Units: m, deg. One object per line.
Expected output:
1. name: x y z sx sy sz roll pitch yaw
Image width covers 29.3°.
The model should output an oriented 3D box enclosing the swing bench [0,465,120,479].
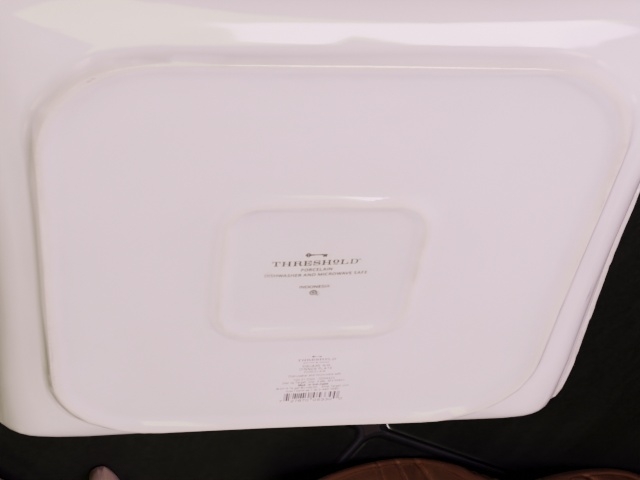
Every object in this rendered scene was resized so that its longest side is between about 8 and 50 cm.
1. swing bench: -0.194 0.265 0.731 0.254 0.253 0.165 21 119 -32

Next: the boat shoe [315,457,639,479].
1. boat shoe: 0.118 0.245 0.913 0.342 0.123 0.123 3 126 -28

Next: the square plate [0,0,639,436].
1. square plate: 0.000 0.000 0.604 0.347 0.049 0.344 -1 137 -10
